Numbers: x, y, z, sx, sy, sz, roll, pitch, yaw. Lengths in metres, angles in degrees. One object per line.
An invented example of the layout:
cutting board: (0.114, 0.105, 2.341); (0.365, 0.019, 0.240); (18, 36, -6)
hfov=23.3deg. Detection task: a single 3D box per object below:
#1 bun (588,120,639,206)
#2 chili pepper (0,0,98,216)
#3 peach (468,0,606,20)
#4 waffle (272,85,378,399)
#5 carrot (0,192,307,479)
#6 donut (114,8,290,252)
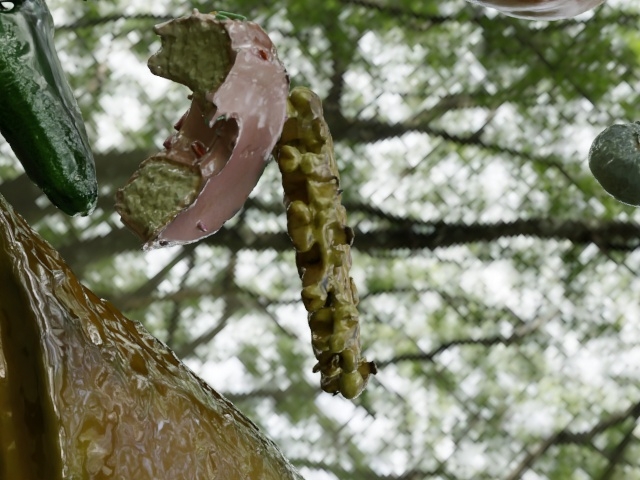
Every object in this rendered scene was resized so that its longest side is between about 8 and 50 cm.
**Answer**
bun: (0.250, -0.062, 1.201); (0.083, 0.083, 0.045); (37, -39, 20)
chili pepper: (-0.221, -0.111, 1.226); (0.108, 0.062, 0.216); (25, 40, -64)
peach: (0.190, -0.290, 1.280); (0.232, 0.232, 0.232); (35, -30, 24)
waffle: (0.000, 0.000, 1.137); (0.228, 0.051, 0.231); (81, -2, -88)
carrot: (-0.137, 0.138, 0.679); (0.241, 0.241, 0.340); (16, -24, 46)
donut: (-0.073, -0.076, 1.025); (0.065, 0.117, 0.166); (33, -70, 25)
